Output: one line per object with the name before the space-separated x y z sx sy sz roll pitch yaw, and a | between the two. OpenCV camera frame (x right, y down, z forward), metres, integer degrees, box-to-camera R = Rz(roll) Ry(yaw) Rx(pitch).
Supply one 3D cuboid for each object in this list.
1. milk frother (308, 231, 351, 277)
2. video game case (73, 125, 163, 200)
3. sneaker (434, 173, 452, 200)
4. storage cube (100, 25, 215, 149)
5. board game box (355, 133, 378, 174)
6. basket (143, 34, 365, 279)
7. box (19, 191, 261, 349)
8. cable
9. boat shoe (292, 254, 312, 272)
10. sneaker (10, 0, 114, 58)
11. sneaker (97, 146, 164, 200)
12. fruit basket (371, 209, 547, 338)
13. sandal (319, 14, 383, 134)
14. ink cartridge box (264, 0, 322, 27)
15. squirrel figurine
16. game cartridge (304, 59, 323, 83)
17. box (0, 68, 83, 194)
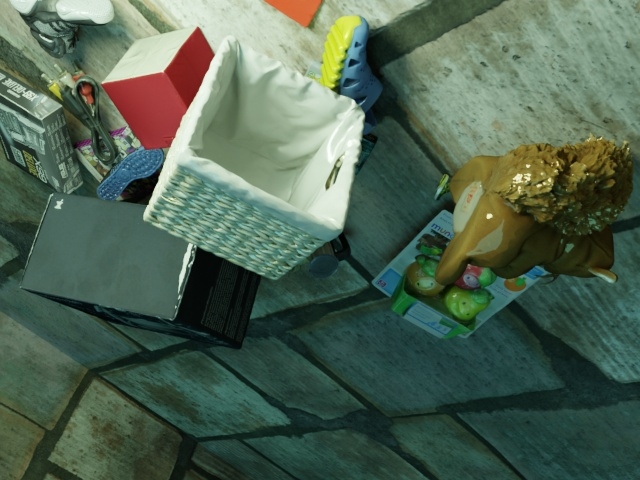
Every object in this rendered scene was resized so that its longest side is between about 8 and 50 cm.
milk frother | 0.000 0.000 1.833 0.129 0.135 0.143 -32 127 11
video game case | -0.566 -0.214 1.927 0.232 0.042 0.210 -8 133 33
sneaker | 0.299 -0.122 1.620 0.035 0.031 0.083 20 143 1
storage cube | -0.344 -0.344 1.540 0.214 0.184 0.193 -1 137 28
board game box | 0.029 -0.239 1.614 0.186 0.026 0.126 25 143 -5
basket | -0.125 -0.148 1.326 0.331 0.328 0.266 25 144 -18
box | -0.485 0.098 1.942 0.479 0.298 0.472 9 163 18
cable | -0.597 -0.337 1.772 0.139 0.072 0.287 -14 131 19
boat shoe | -0.113 0.032 1.859 0.110 0.122 0.341 -15 175 -14
sneaker | -0.569 -0.495 1.540 0.268 0.101 0.153 15 144 18
sneaker | -0.512 -0.199 1.831 0.232 0.090 0.081 -31 120 19
fruit basket | 0.353 0.109 1.774 0.327 0.165 0.353 30 139 -11
sandal | 0.067 -0.331 1.423 0.138 0.126 0.317 1 144 -8
ink cartridge box | -0.084 -0.576 1.202 0.308 0.091 0.385 30 141 -10
squirrel figurine | 0.496 -0.040 1.431 0.370 0.281 0.397 20 145 -11
game cartridge | -0.009 -0.357 1.496 0.056 0.017 0.083 24 143 -9
box | -0.796 -0.293 1.869 0.242 0.076 0.307 31 145 15
